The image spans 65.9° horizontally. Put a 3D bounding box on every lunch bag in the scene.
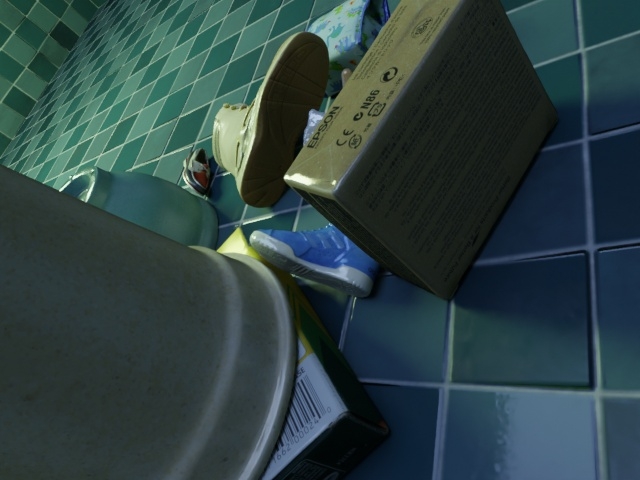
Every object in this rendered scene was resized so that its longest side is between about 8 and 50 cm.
[{"bbox_3d":[0.043,-0.323,0.788,0.128,0.096,0.152,-12,63,37],"label":"lunch bag"}]

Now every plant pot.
[{"bbox_3d":[-0.343,0.000,0.816,0.292,0.196,0.293,-24,46,27],"label":"plant pot"},{"bbox_3d":[-0.245,0.092,0.443,0.333,0.305,0.334,-24,48,29],"label":"plant pot"}]

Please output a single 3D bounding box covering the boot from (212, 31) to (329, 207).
[{"bbox_3d":[-0.091,-0.207,0.785,0.203,0.095,0.262,46,121,53],"label":"boot"}]

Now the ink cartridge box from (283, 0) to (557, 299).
[{"bbox_3d":[0.107,-0.092,0.475,0.088,0.193,0.235,22,76,51],"label":"ink cartridge box"}]

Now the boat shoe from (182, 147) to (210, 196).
[{"bbox_3d":[-0.228,-0.131,0.928,0.043,0.049,0.137,-38,36,10],"label":"boat shoe"}]

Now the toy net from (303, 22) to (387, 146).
[{"bbox_3d":[0.074,-0.195,0.695,0.122,0.045,0.232,45,107,8],"label":"toy net"}]

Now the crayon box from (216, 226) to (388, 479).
[{"bbox_3d":[-0.088,0.146,0.557,0.202,0.081,0.319,-45,41,7],"label":"crayon box"}]

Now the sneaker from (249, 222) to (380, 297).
[{"bbox_3d":[0.000,0.000,0.573,0.152,0.058,0.085,20,66,14],"label":"sneaker"}]
